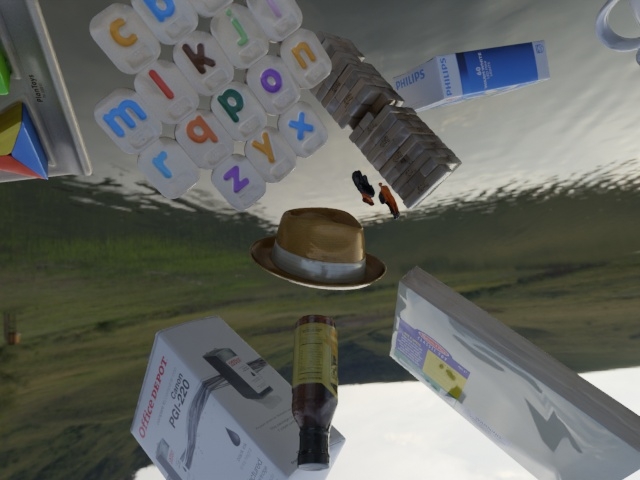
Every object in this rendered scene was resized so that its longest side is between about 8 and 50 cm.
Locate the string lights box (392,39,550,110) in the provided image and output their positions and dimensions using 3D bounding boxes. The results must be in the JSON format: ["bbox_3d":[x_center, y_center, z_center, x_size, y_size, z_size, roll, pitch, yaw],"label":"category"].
[{"bbox_3d":[0.284,-0.307,0.874,0.260,0.076,0.133,-17,-171,-22],"label":"string lights box"}]

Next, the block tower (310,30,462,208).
[{"bbox_3d":[0.098,-0.211,0.800,0.097,0.335,0.091,-14,152,-48],"label":"block tower"}]

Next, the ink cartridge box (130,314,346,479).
[{"bbox_3d":[-0.102,0.210,0.507,0.218,0.158,0.092,35,-155,32],"label":"ink cartridge box"}]

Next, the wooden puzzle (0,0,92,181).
[{"bbox_3d":[-0.505,-0.168,0.575,0.348,0.080,0.322,-7,145,-15],"label":"wooden puzzle"}]

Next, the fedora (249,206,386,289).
[{"bbox_3d":[0.000,0.000,0.637,0.195,0.079,0.194,7,-162,-2],"label":"fedora"}]

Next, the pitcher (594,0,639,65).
[{"bbox_3d":[0.398,-0.285,0.529,0.178,0.125,0.207,39,177,41],"label":"pitcher"}]

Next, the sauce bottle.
[{"bbox_3d":[-0.005,0.128,0.401,0.042,0.128,0.042,0,144,0],"label":"sauce bottle"}]

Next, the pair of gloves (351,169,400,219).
[{"bbox_3d":[0.079,-0.065,0.661,0.083,0.074,0.010,23,125,-32],"label":"pair of gloves"}]

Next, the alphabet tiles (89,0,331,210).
[{"bbox_3d":[-0.124,-0.190,0.580,0.284,0.278,0.021,-42,-154,-8],"label":"alphabet tiles"}]

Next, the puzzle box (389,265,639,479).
[{"bbox_3d":[0.294,0.243,0.781,0.052,0.409,0.272,-38,147,-25],"label":"puzzle box"}]
